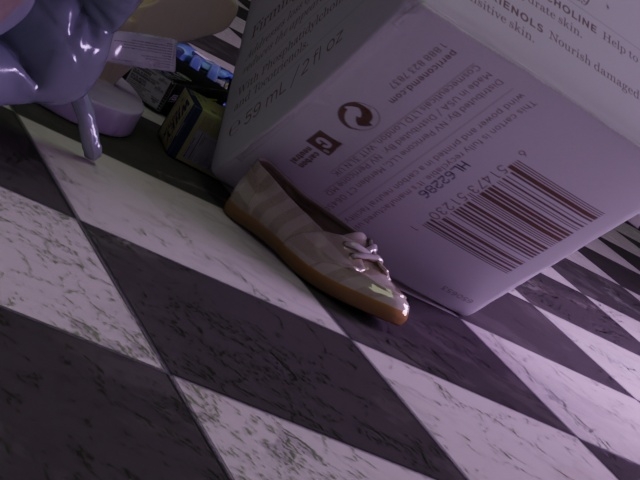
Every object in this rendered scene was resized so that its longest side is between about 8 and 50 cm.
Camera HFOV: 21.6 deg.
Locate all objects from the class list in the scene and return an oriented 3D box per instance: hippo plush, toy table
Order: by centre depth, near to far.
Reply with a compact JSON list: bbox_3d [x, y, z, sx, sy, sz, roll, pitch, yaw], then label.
[{"bbox_3d":[-0.251,-0.234,1.289,0.236,0.234,0.294,48,17,19],"label":"hippo plush"},{"bbox_3d":[-0.225,-0.221,1.622,0.252,0.161,0.274,24,13,-34],"label":"toy table"}]

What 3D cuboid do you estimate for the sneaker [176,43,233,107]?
[{"bbox_3d":[-0.144,-0.198,2.033,0.144,0.053,0.059,22,7,-35],"label":"sneaker"}]

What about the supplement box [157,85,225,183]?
[{"bbox_3d":[-0.108,-0.102,1.664,0.083,0.056,0.083,27,11,-20],"label":"supplement box"}]

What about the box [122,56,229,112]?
[{"bbox_3d":[-0.215,-0.206,1.904,0.190,0.045,0.184,33,13,13],"label":"box"}]

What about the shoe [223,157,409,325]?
[{"bbox_3d":[0.000,0.000,1.473,0.219,0.058,0.076,37,12,32],"label":"shoe"}]

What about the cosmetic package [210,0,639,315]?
[{"bbox_3d":[0.139,-0.208,1.630,0.327,0.329,0.394,29,49,-23],"label":"cosmetic package"}]
